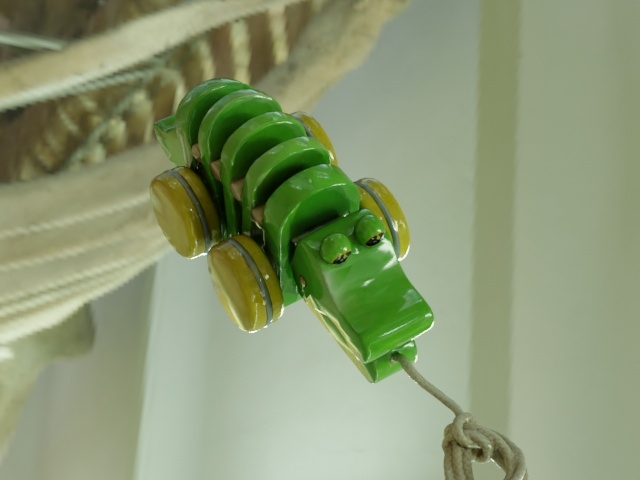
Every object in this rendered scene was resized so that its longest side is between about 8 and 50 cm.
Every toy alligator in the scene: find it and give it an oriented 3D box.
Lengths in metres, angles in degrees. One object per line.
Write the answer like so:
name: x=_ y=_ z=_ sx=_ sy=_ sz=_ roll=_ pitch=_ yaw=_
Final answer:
toy alligator: x=0.000 y=0.000 z=0.423 sx=0.189 sy=0.056 sz=0.051 roll=46 pitch=-27 yaw=38
